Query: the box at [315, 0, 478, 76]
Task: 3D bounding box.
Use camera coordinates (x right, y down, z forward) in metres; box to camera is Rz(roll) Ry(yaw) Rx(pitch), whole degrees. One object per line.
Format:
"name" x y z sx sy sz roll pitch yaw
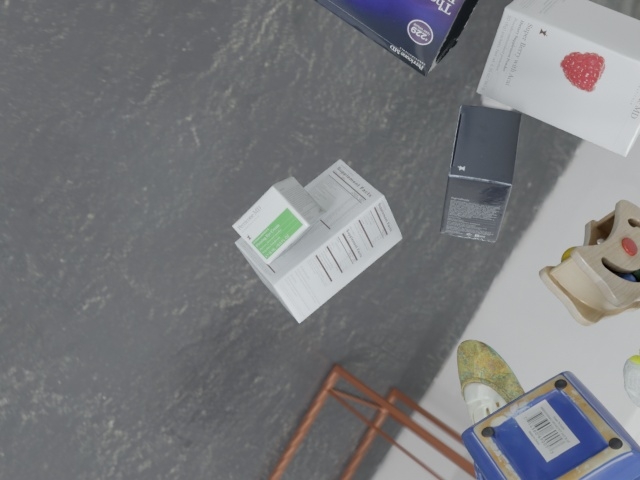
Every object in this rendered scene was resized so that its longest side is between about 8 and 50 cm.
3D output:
"box" 0.092 -0.380 1.120 0.103 0.261 0.184 -50 171 -29

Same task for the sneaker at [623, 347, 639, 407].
"sneaker" 0.461 0.131 1.027 0.126 0.091 0.240 -37 145 -20

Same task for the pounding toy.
"pounding toy" 0.454 0.010 1.171 0.270 0.154 0.155 -10 157 -37

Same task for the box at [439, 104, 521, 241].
"box" 0.282 -0.115 1.443 0.207 0.108 0.153 83 19 -63

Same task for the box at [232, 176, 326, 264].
"box" -0.064 -0.034 1.295 0.101 0.087 0.102 -43 178 21

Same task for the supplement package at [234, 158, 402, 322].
"supplement package" 0.000 0.000 1.439 0.244 0.139 0.133 -38 140 -8

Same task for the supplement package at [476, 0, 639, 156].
"supplement package" 0.465 -0.312 1.456 0.175 0.293 0.177 -45 155 -45

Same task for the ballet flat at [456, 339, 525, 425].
"ballet flat" 0.342 0.351 1.502 0.123 0.123 0.348 -31 94 -24

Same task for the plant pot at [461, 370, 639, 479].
"plant pot" 0.361 0.349 1.217 0.236 0.236 0.212 -31 127 -1
